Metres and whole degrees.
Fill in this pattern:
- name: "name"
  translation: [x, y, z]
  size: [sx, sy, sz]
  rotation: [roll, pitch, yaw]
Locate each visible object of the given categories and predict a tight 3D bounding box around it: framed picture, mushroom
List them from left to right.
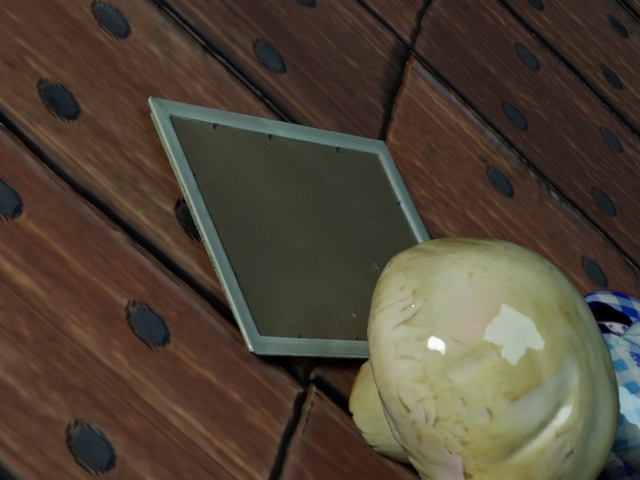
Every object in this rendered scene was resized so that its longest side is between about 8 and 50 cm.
- name: "framed picture"
  translation: [0.000, 0.000, 0.905]
  size: [0.183, 0.011, 0.142]
  rotation: [6, 52, -50]
- name: "mushroom"
  translation: [0.074, 0.062, 0.835]
  size: [0.148, 0.112, 0.148]
  rotation: [36, 41, -40]

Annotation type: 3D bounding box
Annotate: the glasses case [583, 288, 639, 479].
- name: "glasses case"
  translation: [0.250, 0.143, 1.021]
  size: [0.327, 0.076, 0.125]
  rotation: [37, 35, -23]
